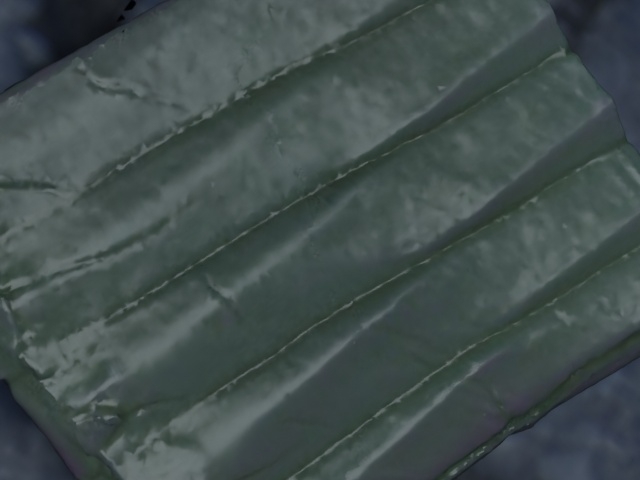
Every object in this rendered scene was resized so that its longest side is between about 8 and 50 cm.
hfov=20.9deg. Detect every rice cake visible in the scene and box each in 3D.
[{"bbox_3d":[0.000,0.000,0.504,0.198,0.037,0.189,-39,99,-16],"label":"rice cake"}]
